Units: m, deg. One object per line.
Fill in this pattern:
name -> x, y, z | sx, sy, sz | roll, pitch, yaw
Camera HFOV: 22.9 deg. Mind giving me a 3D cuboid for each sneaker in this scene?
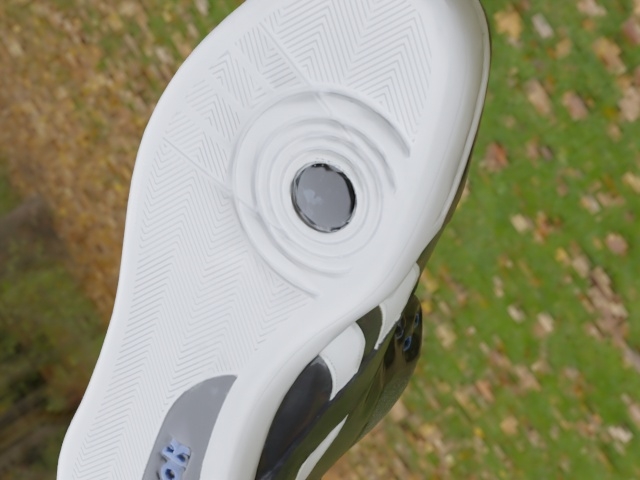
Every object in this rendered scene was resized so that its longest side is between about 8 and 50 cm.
sneaker -> 0.000, 0.000, 0.466 | 0.079, 0.121, 0.217 | 38, 122, 15
